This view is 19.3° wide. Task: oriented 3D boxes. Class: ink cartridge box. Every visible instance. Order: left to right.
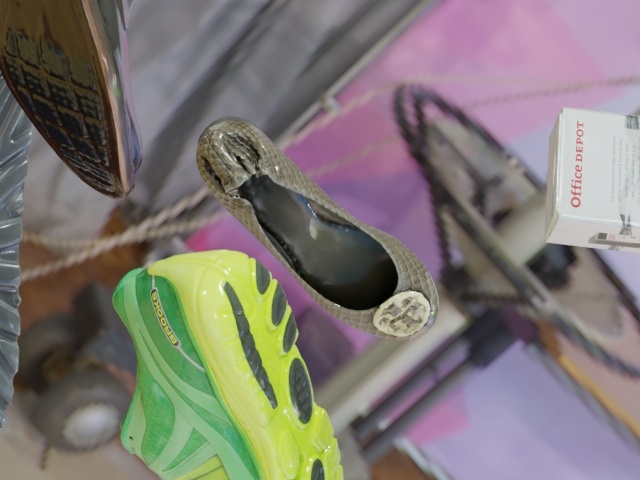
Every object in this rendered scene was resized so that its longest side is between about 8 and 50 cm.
[{"bbox_3d":[0.249,-0.044,1.496,0.056,0.135,0.099,104,-7,-67],"label":"ink cartridge box"}]

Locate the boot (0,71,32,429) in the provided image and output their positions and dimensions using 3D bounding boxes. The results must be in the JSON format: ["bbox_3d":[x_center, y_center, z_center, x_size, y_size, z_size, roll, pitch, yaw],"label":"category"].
[{"bbox_3d":[-0.309,-0.014,1.188,0.146,0.367,0.445,16,1,-27],"label":"boot"}]

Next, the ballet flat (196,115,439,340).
[{"bbox_3d":[0.000,0.000,1.446,0.250,0.084,0.058,44,12,-24],"label":"ballet flat"}]

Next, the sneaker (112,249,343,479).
[{"bbox_3d":[-0.064,0.134,1.279,0.109,0.123,0.295,-44,130,-48],"label":"sneaker"}]

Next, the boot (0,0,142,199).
[{"bbox_3d":[-0.099,-0.124,0.882,0.082,0.106,0.219,24,-36,32],"label":"boot"}]
